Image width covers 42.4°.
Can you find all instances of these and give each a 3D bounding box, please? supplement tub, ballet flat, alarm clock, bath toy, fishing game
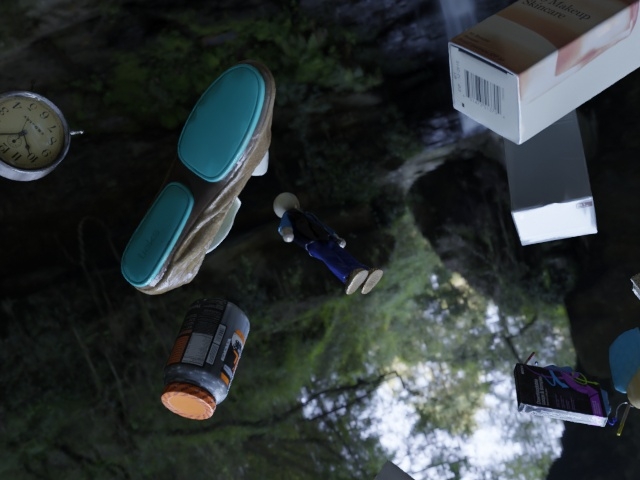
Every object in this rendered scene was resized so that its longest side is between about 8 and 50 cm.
[{"bbox_3d":[-0.201,0.204,1.433,0.117,0.117,0.190,-10,-134,30],"label":"supplement tub"},{"bbox_3d":[-0.139,-0.074,1.087,0.116,0.342,0.124,37,-165,29],"label":"ballet flat"},{"bbox_3d":[-0.454,-0.142,1.215,0.064,0.129,0.192,-26,-159,52],"label":"alarm clock"},{"bbox_3d":[0.626,0.213,1.282,0.348,0.151,0.129,8,150,-22],"label":"bath toy"},{"bbox_3d":[0.584,0.346,1.907,0.264,0.041,0.189,30,-146,22],"label":"fishing game"}]

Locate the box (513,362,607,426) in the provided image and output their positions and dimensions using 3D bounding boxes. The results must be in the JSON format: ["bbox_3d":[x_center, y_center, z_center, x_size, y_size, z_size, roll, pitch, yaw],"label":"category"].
[{"bbox_3d":[0.451,0.290,1.565,0.162,0.029,0.116,8,-147,3],"label":"box"}]

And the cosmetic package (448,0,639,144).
[{"bbox_3d":[0.355,-0.291,1.257,0.296,0.129,0.153,-33,-134,-20],"label":"cosmetic package"}]

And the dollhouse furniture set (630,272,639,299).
[{"bbox_3d":[0.682,0.080,1.475,0.182,0.101,0.161,-28,-124,-1],"label":"dollhouse furniture set"}]

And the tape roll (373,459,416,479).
[{"bbox_3d":[0.097,0.471,1.205,0.169,0.246,0.246,34,-141,14],"label":"tape roll"}]

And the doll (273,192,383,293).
[{"bbox_3d":[0.000,0.000,1.125,0.189,0.046,0.129,43,-159,28],"label":"doll"}]

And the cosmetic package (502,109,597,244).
[{"bbox_3d":[0.368,-0.120,1.345,0.127,0.107,0.238,-9,-126,19],"label":"cosmetic package"}]
